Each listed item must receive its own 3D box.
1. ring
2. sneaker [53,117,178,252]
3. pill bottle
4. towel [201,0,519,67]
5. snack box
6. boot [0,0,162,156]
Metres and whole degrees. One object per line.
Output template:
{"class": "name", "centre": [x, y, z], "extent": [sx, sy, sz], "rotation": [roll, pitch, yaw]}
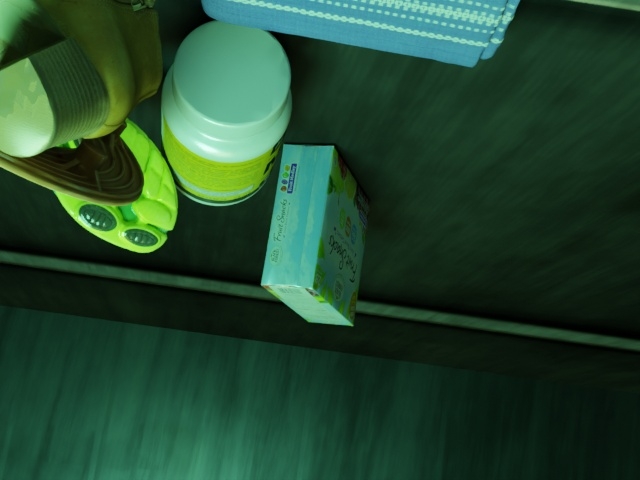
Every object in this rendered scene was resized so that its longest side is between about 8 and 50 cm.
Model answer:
{"class": "ring", "centre": [-0.265, -0.142, 0.686], "extent": [0.336, 0.032, 0.336], "rotation": [37, -171, -7]}
{"class": "sneaker", "centre": [-0.257, -0.106, 0.914], "extent": [0.295, 0.109, 0.123], "rotation": [41, 178, -4]}
{"class": "pill bottle", "centre": [-0.090, -0.115, 0.862], "extent": [0.119, 0.119, 0.208], "rotation": [10, 165, -7]}
{"class": "towel", "centre": [0.030, -0.221, 0.599], "extent": [0.243, 0.040, 0.336], "rotation": [9, 163, 0]}
{"class": "snack box", "centre": [0.000, 0.000, 1.132], "extent": [0.070, 0.174, 0.207], "rotation": [4, 164, 18]}
{"class": "boot", "centre": [-0.194, -0.205, 0.579], "extent": [0.104, 0.295, 0.211], "rotation": [-13, -160, 13]}
